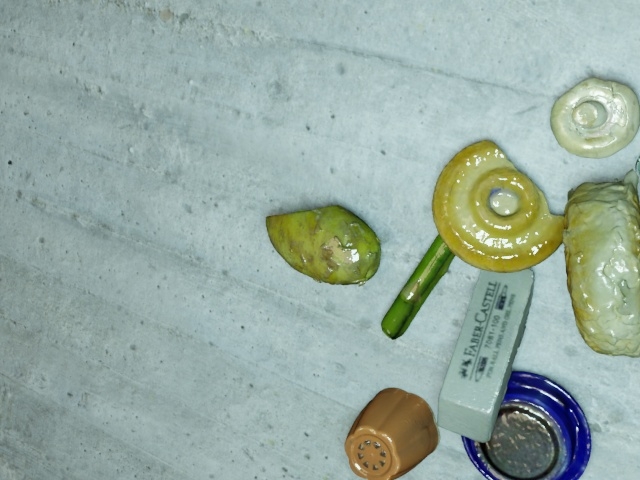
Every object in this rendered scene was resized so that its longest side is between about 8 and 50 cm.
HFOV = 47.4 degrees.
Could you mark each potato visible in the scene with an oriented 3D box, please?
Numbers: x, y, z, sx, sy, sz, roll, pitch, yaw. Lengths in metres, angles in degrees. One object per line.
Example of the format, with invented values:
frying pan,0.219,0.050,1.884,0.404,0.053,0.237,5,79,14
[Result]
potato,0.000,0.000,1.623,0.298,0.141,0.175,20,98,24

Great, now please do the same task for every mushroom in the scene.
mushroom,0.501,-0.224,1.329,0.154,0.123,0.154,1,92,30

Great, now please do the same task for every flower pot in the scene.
flower pot,0.145,0.443,1.608,0.191,0.173,0.190,7,103,28

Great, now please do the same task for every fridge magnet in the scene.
fridge magnet,0.413,0.399,1.489,0.266,0.113,0.265,4,99,25

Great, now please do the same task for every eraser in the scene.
eraser,0.332,0.217,1.456,0.112,0.077,0.352,15,76,24

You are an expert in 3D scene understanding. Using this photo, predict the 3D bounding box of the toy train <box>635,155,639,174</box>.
toy train,0.684,-0.172,1.259,0.190,0.126,0.307,19,110,-10

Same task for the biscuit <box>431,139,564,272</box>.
biscuit,0.338,-0.050,1.441,0.213,0.091,0.274,-46,79,5

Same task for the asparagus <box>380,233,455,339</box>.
asparagus,0.216,0.095,1.570,0.277,0.067,0.060,-58,43,19

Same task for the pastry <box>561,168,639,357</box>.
pastry,0.501,0.050,1.274,0.137,0.330,0.329,-5,96,25
